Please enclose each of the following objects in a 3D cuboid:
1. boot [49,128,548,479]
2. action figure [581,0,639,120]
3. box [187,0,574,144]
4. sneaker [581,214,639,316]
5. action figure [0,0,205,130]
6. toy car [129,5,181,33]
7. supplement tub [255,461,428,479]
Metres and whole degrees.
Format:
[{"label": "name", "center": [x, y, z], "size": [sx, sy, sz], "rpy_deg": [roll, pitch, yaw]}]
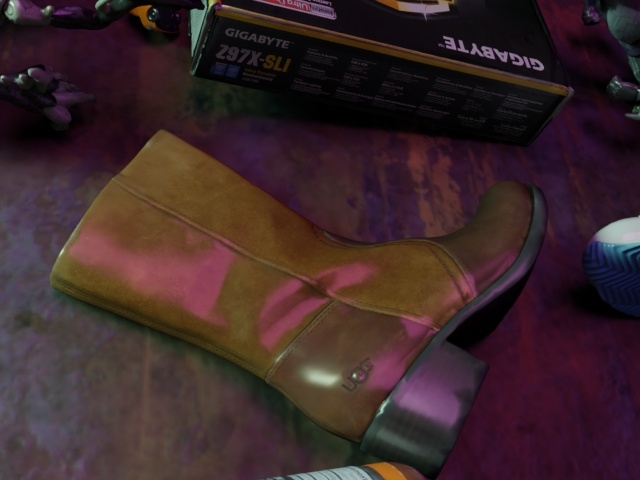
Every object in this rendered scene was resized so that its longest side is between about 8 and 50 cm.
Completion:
[{"label": "boot", "center": [0.000, 0.000, 0.570], "size": [0.280, 0.096, 0.264], "rpy_deg": [26, 58, 11]}, {"label": "action figure", "center": [0.286, -0.209, 0.757], "size": [0.285, 0.099, 0.185], "rpy_deg": [37, 30, -30]}, {"label": "box", "center": [0.043, -0.228, 0.719], "size": [0.322, 0.079, 0.257], "rpy_deg": [8, 50, -21]}, {"label": "sneaker", "center": [0.292, -0.002, 0.656], "size": [0.228, 0.087, 0.092], "rpy_deg": [-5, 49, -30]}, {"label": "action figure", "center": [-0.215, -0.157, 0.561], "size": [0.275, 0.141, 0.164], "rpy_deg": [-17, 86, 14]}, {"label": "toy car", "center": [-0.131, -0.218, 0.712], "size": [0.040, 0.060, 0.122], "rpy_deg": [-9, 22, 29]}, {"label": "supplement tub", "center": [0.000, 0.171, 0.407], "size": [0.197, 0.106, 0.106], "rpy_deg": [-2, 55, -20]}]
